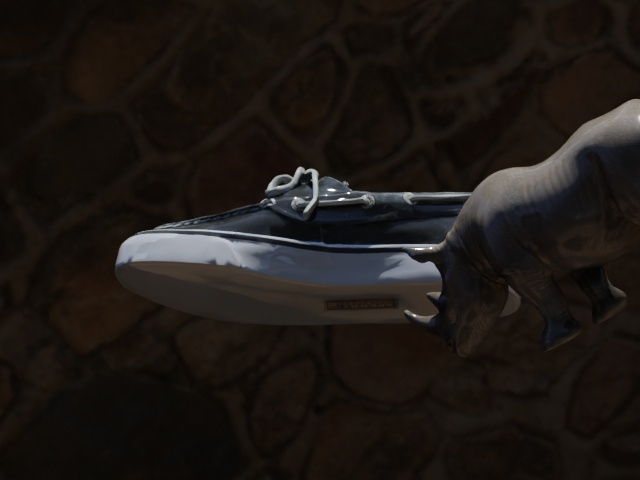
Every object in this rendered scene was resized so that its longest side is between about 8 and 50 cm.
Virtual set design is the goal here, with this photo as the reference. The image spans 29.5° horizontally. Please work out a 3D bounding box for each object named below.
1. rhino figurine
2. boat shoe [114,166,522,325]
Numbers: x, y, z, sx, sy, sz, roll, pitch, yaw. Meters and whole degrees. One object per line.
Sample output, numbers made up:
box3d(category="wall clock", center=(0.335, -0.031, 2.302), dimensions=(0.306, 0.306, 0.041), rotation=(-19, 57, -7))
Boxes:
box3d(category="rhino figurine", center=(0.133, 0.003, 0.704), dimensions=(0.073, 0.106, 0.243), rotation=(-21, -7, -45))
box3d(category="boat shoe", center=(0.000, -0.002, 0.930), dimensions=(0.306, 0.113, 0.105), rotation=(-1, 64, 6))
